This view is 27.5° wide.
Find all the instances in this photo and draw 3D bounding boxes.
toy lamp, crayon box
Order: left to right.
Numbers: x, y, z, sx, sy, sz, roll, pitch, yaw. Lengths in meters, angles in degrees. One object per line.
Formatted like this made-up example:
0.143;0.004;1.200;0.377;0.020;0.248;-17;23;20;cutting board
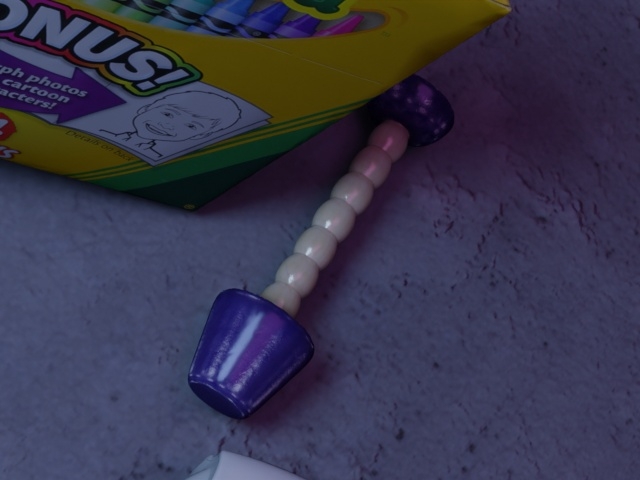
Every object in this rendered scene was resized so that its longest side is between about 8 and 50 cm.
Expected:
-0.136;-0.151;0.713;0.363;0.313;0.106;15;63;-34;crayon box
0.000;0.000;0.911;0.080;0.080;0.275;36;67;-10;toy lamp

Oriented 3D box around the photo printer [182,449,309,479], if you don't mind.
-0.046;0.303;0.800;0.256;0.107;0.307;38;66;-9;photo printer
